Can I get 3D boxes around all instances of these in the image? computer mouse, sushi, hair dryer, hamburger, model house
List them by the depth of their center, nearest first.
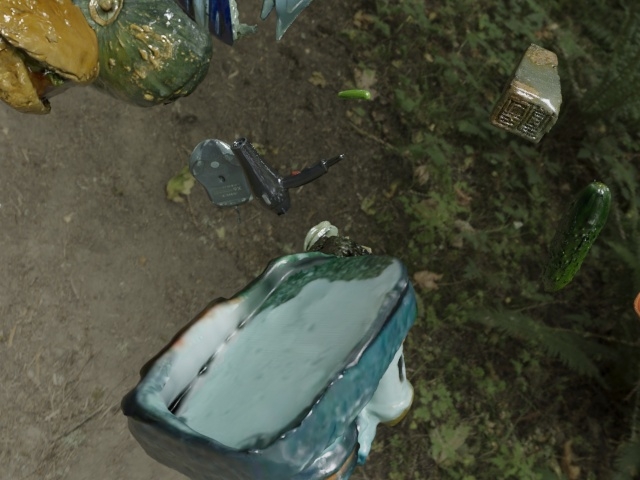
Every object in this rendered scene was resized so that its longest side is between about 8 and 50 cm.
[{"bbox_3d":[-0.012,0.184,0.580,0.184,0.291,0.253,10,38,31],"label":"model house"},{"bbox_3d":[-0.336,-0.255,0.601,0.262,0.124,0.131,56,-1,-29],"label":"hamburger"},{"bbox_3d":[-0.066,-0.186,1.446,0.091,0.271,0.236,-88,154,-48],"label":"hair dryer"},{"bbox_3d":[0.001,0.118,1.684,0.211,0.350,0.171,50,43,-9],"label":"sushi"},{"bbox_3d":[-0.300,-0.188,1.862,0.167,0.379,0.090,-8,52,2],"label":"computer mouse"},{"bbox_3d":[0.000,0.000,1.960,0.062,0.133,0.140,33,47,22],"label":"hamburger"}]

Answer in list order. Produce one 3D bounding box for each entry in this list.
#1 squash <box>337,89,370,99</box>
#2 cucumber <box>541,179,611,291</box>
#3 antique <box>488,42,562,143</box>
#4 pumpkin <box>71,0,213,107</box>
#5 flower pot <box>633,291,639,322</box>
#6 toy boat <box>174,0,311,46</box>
[{"bbox_3d":[0.083,-0.366,1.485,0.089,0.027,0.027,5,47,22],"label":"squash"},{"bbox_3d":[0.421,0.002,0.984,0.069,0.228,0.069,6,35,-5],"label":"cucumber"},{"bbox_3d":[0.538,-0.396,1.530,0.150,0.125,0.284,25,50,0],"label":"antique"},{"bbox_3d":[-0.407,-0.445,1.329,0.327,0.292,0.257,34,2,19],"label":"pumpkin"},{"bbox_3d":[0.538,0.148,0.793,0.190,0.190,0.173,-44,119,-41],"label":"flower pot"},{"bbox_3d":[-0.045,-0.315,0.686,0.291,0.210,0.070,23,20,-23],"label":"toy boat"}]
